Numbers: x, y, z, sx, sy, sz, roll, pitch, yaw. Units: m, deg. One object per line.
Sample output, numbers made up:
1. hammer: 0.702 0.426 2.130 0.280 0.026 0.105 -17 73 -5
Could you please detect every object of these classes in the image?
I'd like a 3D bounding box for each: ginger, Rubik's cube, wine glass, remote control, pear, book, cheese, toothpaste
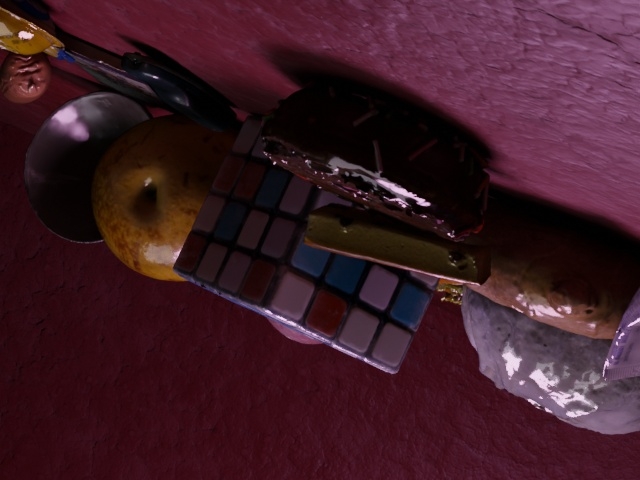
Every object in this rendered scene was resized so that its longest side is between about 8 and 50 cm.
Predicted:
1. ginger: 0.261 0.033 1.610 0.354 0.126 0.190 20 -159 25
2. Rubik's cube: -0.001 0.000 1.809 0.256 0.253 0.259 28 176 -34
3. wine glass: -0.316 -0.094 2.420 0.267 0.267 0.406 22 179 23
4. remote control: -0.186 -0.200 1.787 0.072 0.042 0.222 19 173 32
5. pear: -0.207 -0.065 2.048 0.281 0.281 0.281 24 175 2
6. book: -0.299 -0.243 1.983 0.157 0.026 0.231 23 175 10
7. cheese: -0.412 -0.288 1.777 0.177 0.069 0.270 23 176 13
8. toothpaste: 0.383 0.086 1.471 0.099 0.068 0.282 20 150 15

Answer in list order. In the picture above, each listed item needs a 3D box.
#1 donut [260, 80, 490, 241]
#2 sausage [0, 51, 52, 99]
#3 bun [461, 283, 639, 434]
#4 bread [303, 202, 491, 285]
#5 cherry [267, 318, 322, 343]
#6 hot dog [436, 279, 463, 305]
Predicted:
1. donut: 0.063 -0.086 1.455 0.269 0.103 0.270 24 178 1
2. sausage: -0.499 -0.276 2.243 0.086 0.086 0.289 26 174 -16
3. bun: 0.356 0.146 1.893 0.362 0.211 0.362 24 177 1
4. bread: 0.097 0.004 1.576 0.226 0.049 0.088 14 -166 21
5. cherry: 0.003 0.031 2.169 0.307 0.261 0.221 47 172 48
6. hot dog: 0.221 0.053 2.198 0.135 0.100 0.337 27 175 -22
